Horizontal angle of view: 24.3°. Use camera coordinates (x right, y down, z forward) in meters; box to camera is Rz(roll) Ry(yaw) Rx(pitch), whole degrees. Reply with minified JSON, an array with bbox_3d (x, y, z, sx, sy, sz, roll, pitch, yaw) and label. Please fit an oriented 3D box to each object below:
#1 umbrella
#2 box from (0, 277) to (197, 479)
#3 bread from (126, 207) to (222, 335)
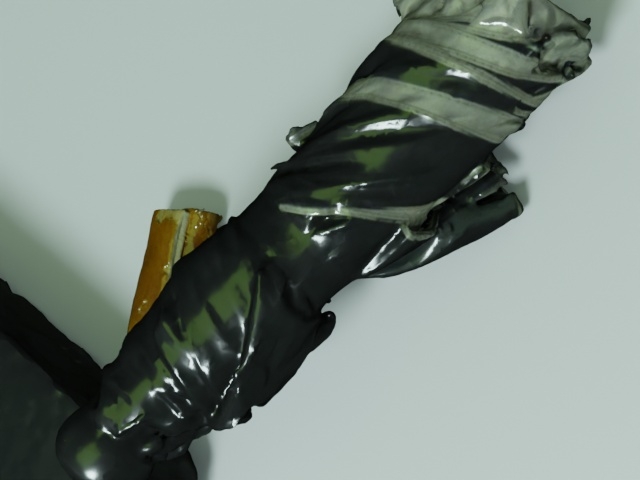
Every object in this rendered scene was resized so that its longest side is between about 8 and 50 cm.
[{"bbox_3d":[-0.002,-0.002,0.790,0.358,0.106,0.113,-48,50,1],"label":"umbrella"},{"bbox_3d":[-0.269,0.191,0.939,0.359,0.091,0.350,36,99,33],"label":"box"},{"bbox_3d":[-0.090,0.021,0.897,0.047,0.036,0.083,4,79,37],"label":"bread"}]
